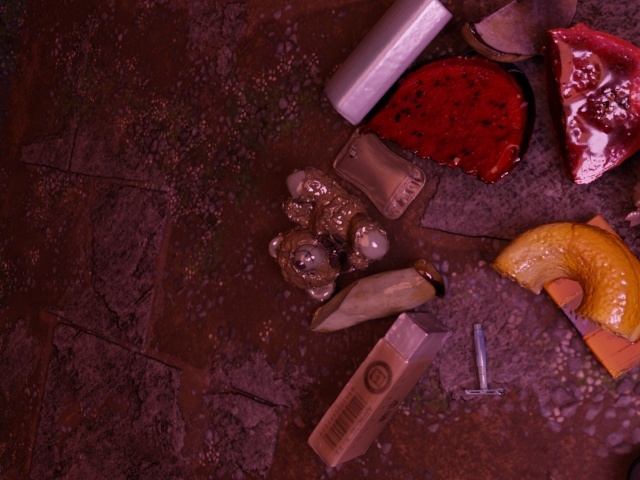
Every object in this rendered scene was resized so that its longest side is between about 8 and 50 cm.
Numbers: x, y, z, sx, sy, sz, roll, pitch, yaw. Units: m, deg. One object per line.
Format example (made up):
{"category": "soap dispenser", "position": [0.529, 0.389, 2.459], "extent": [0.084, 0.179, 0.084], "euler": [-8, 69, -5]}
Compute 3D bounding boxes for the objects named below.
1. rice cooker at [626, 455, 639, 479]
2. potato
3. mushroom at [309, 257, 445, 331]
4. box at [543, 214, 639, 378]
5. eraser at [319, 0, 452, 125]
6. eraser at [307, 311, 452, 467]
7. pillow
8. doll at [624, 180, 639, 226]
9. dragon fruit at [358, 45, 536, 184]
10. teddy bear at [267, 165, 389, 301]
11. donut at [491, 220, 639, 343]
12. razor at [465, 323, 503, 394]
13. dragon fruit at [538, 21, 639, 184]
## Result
{"category": "rice cooker", "position": [0.562, 0.415, 0.871], "extent": [0.142, 0.118, 0.203], "euler": [-34, 68, 24]}
{"category": "potato", "position": [0.368, -0.393, 1.078], "extent": [0.120, 0.261, 0.100], "euler": [60, 162, -7]}
{"category": "mushroom", "position": [0.103, 0.123, 1.197], "extent": [0.333, 0.107, 0.087], "euler": [-20, 39, 30]}
{"category": "box", "position": [0.491, 0.095, 0.979], "extent": [0.152, 0.070, 0.237], "euler": [-41, 67, 22]}
{"category": "eraser", "position": [0.130, -0.389, 1.199], "extent": [0.290, 0.104, 0.189], "euler": [-46, 19, 20]}
{"category": "eraser", "position": [0.120, 0.295, 1.147], "extent": [0.078, 0.144, 0.343], "euler": [42, 108, 30]}
{"category": "pillow", "position": [0.125, -0.151, 1.253], "extent": [0.217, 0.033, 0.130], "euler": [46, 110, 27]}
{"category": "doll", "position": [0.562, -0.072, 0.946], "extent": [0.084, 0.073, 0.127], "euler": [38, 102, 38]}
{"category": "dragon fruit", "position": [0.282, -0.244, 1.116], "extent": [0.343, 0.100, 0.282], "euler": [33, 85, 39]}
{"category": "teddy bear", "position": [0.000, 0.000, 1.247], "extent": [0.267, 0.156, 0.256], "euler": [45, 109, 14]}
{"category": "donut", "position": [0.419, 0.039, 0.944], "extent": [0.259, 0.101, 0.152], "euler": [30, 95, 35]}
{"category": "razor", "position": [0.309, 0.228, 1.103], "extent": [0.068, 0.040, 0.135], "euler": [-10, 73, 30]}
{"category": "dragon fruit", "position": [0.498, -0.239, 0.984], "extent": [0.212, 0.134, 0.262], "euler": [-6, 98, 20]}
